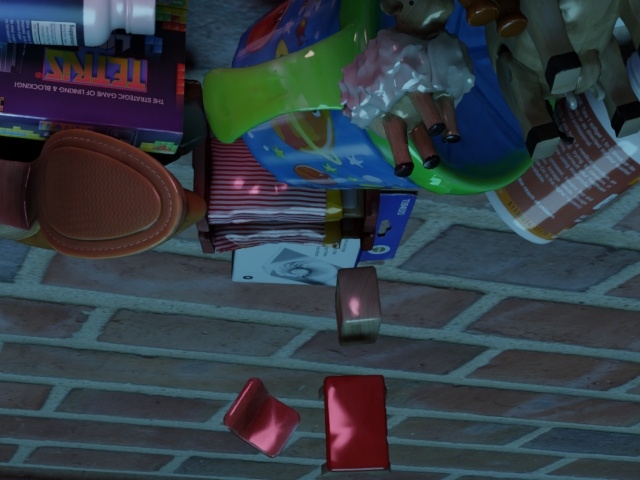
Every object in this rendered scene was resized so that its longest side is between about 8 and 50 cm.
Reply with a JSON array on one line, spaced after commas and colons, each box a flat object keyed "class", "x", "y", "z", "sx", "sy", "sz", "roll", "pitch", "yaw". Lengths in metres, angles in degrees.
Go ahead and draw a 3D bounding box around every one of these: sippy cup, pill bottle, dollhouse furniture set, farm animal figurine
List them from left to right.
[{"class": "pill bottle", "x": -0.222, "y": -0.211, "z": 1.091, "sx": 0.169, "sy": 0.094, "sz": 0.094, "roll": 1, "pitch": 157, "yaw": -7}, {"class": "dollhouse furniture set", "x": -0.031, "y": 0.061, "z": 1.400, "sx": 0.201, "sy": 0.374, "sz": 0.152, "roll": -2, "pitch": 162, "yaw": -1}, {"class": "sippy cup", "x": 0.046, "y": -0.141, "z": 1.132, "sx": 0.305, "sy": 0.240, "sz": 0.224, "roll": 29, "pitch": 155, "yaw": -35}, {"class": "pill bottle", "x": 0.273, "y": -0.099, "z": 1.312, "sx": 0.121, "sy": 0.121, "sz": 0.216, "roll": 20, "pitch": 133, "yaw": -41}, {"class": "farm animal figurine", "x": 0.195, "y": -0.197, "z": 0.886, "sx": 0.330, "sy": 0.172, "sz": 0.327, "roll": -7, "pitch": 154, "yaw": -22}]

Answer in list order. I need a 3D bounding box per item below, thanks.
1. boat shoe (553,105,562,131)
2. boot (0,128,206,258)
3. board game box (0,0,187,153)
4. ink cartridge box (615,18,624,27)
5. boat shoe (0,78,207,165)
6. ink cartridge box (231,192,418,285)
[{"class": "boat shoe", "x": 0.136, "y": -0.113, "z": 1.307, "sx": 0.219, "sy": 0.078, "sz": 0.070, "roll": -4, "pitch": 129, "yaw": 41}, {"class": "boot", "x": -0.175, "y": -0.025, "z": 1.178, "sx": 0.283, "sy": 0.109, "sz": 0.220, "roll": -4, "pitch": 172, "yaw": 36}, {"class": "board game box", "x": -0.206, "y": -0.157, "z": 1.161, "sx": 0.170, "sy": 0.141, "sz": 0.048, "roll": 5, "pitch": 157, "yaw": -15}, {"class": "ink cartridge box", "x": 0.352, "y": -0.256, "z": 1.047, "sx": 0.324, "sy": 0.071, "sz": 0.330, "roll": -10, "pitch": 155, "yaw": 19}, {"class": "boat shoe", "x": -0.275, "y": -0.126, "z": 1.267, "sx": 0.324, "sy": 0.120, "sz": 0.122, "roll": -8, "pitch": 151, "yaw": -6}, {"class": "ink cartridge box", "x": 0.000, "y": 0.000, "z": 1.670, "sx": 0.224, "sy": 0.045, "sz": 0.223, "roll": 0, "pitch": 157, "yaw": -5}]
